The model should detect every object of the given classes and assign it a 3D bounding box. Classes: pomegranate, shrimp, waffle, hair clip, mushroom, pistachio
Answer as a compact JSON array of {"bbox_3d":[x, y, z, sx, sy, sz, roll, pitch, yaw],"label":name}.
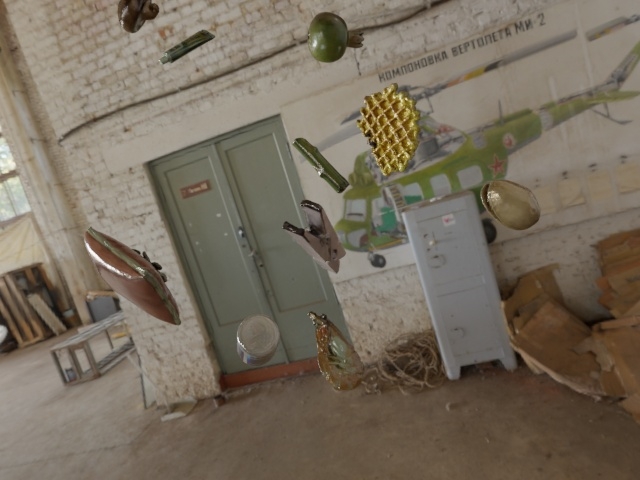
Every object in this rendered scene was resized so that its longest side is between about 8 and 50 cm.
[{"bbox_3d":[0.050,-0.751,1.544,0.210,0.180,0.179,16,15,13],"label":"pomegranate"},{"bbox_3d":[0.027,0.226,0.872,0.091,0.184,0.043,-18,-23,-26],"label":"shrimp"},{"bbox_3d":[0.235,-0.384,1.442,0.065,0.310,0.283,-10,24,-41],"label":"waffle"},{"bbox_3d":[-0.004,-0.001,1.223,0.085,0.101,0.331,17,-17,23],"label":"hair clip"},{"bbox_3d":[-0.498,-0.622,1.114,0.109,0.085,0.126,-15,45,28],"label":"mushroom"},{"bbox_3d":[0.668,-0.129,1.444,0.152,0.223,0.126,-50,3,-4],"label":"pistachio"}]

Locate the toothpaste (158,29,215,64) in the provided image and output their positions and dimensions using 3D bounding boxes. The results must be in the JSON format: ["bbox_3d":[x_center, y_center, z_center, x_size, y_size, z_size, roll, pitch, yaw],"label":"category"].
[{"bbox_3d":[-0.379,-0.544,1.164,0.204,0.049,0.032,-53,-10,-34],"label":"toothpaste"}]

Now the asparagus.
[{"bbox_3d":[0.002,-0.295,1.602,0.067,0.278,0.060,-42,-3,13],"label":"asparagus"}]

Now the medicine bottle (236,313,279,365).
[{"bbox_3d":[-0.167,0.270,1.091,0.106,0.107,0.192,-20,-21,-19],"label":"medicine bottle"}]

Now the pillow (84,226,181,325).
[{"bbox_3d":[-0.332,0.066,0.747,0.179,0.172,0.075,27,55,23],"label":"pillow"}]
